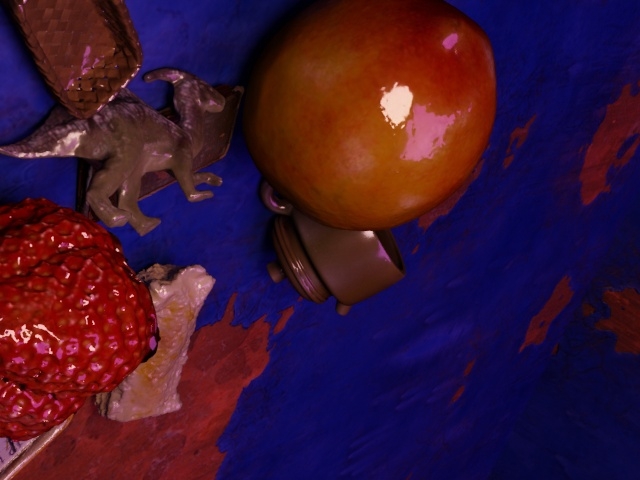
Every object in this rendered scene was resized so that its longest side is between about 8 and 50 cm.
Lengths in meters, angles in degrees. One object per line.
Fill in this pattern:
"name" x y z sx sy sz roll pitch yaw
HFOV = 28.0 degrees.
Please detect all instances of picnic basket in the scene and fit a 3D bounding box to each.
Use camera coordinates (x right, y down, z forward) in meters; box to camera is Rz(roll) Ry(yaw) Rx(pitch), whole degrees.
"picnic basket" -0.241 -0.206 1.238 0.110 0.055 0.193 -46 154 -18

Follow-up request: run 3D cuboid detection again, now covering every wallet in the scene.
"wallet" -0.186 -0.105 1.487 0.232 0.031 0.122 -30 148 -40

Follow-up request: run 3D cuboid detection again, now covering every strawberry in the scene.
"strawberry" -0.309 0.069 1.238 0.288 0.239 0.250 7 137 -50

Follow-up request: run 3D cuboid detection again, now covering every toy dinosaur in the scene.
"toy dinosaur" -0.194 -0.095 1.359 0.077 0.162 0.294 -37 171 33

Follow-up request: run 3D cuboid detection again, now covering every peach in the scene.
"peach" 0.065 -0.163 1.514 0.308 0.308 0.332 -34 180 -39

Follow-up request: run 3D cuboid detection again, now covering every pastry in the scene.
"pastry" -0.216 0.127 1.644 0.121 0.089 0.259 -22 138 -45

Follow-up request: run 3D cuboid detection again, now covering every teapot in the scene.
"teapot" 0.000 0.000 1.796 0.175 0.186 0.268 -28 122 8

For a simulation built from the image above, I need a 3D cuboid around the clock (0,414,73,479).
"clock" -0.384 0.212 1.446 0.202 0.096 0.143 -45 150 -23
